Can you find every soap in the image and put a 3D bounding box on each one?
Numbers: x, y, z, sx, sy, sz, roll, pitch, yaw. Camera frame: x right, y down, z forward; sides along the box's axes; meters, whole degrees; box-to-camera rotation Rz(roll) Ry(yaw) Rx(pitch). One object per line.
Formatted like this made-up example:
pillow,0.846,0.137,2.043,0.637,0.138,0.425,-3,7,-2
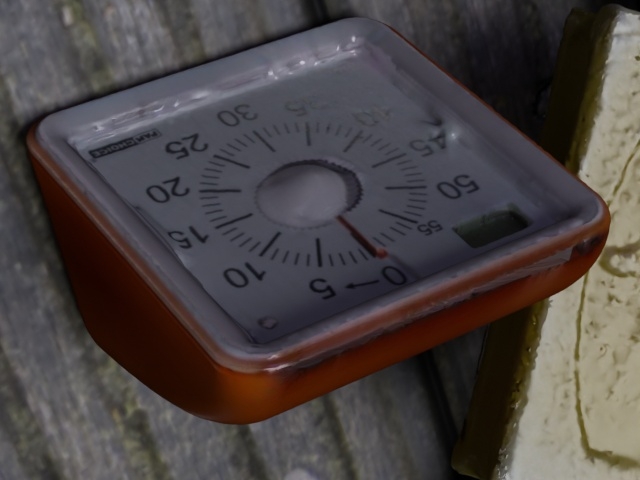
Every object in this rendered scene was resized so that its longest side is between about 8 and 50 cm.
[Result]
soap,0.217,0.024,1.148,0.199,0.091,0.315,15,93,-8

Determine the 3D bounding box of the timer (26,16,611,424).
timer,0.000,0.000,1.065,0.257,0.250,0.161,-21,120,-27

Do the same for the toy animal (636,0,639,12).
toy animal,0.271,-0.226,1.215,0.187,0.165,0.235,-55,134,-34
